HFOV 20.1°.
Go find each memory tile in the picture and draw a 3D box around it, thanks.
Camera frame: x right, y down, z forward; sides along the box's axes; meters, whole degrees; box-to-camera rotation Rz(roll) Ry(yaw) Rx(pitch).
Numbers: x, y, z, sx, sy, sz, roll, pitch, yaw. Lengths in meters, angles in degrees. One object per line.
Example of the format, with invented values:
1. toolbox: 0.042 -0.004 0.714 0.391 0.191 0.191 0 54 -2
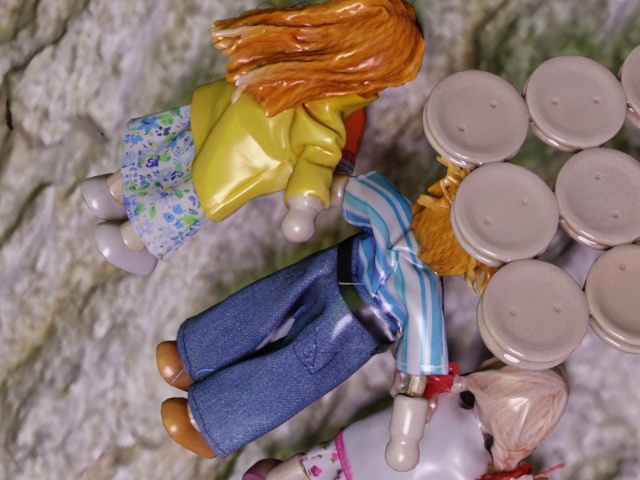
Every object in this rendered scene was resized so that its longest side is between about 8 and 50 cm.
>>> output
1. memory tile: 0.115 -0.017 0.626 0.148 0.012 0.113 -10 68 -14

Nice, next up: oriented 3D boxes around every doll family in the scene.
1. doll family: 0.000 0.000 0.691 0.163 0.118 0.263 -32 63 24
